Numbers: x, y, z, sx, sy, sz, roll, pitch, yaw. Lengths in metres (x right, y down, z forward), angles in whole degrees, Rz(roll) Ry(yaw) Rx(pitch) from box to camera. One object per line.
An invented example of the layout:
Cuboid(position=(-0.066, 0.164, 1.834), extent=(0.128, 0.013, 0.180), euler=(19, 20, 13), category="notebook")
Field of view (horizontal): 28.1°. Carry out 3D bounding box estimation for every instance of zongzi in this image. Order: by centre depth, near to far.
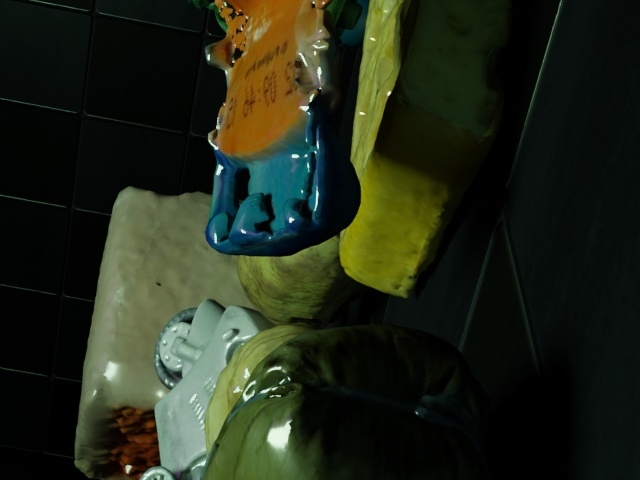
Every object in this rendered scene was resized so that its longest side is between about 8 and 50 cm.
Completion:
Cuboid(position=(0.009, 0.083, 0.524), extent=(0.242, 0.112, 0.221), euler=(-84, 4, -54), category="zongzi")

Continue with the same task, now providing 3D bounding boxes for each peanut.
Cuboid(position=(-0.023, 0.127, 0.848), extent=(0.140, 0.109, 0.159), euler=(-127, 28, -45), category="peanut")

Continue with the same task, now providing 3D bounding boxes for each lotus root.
Cuboid(position=(0.000, 0.000, 0.912), extent=(0.097, 0.110, 0.258), euler=(57, 163, 8), category="lotus root")

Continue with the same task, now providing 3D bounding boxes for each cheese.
Cuboid(position=(-0.018, -0.157, 0.607), extent=(0.217, 0.129, 0.329), euler=(-21, 64, 60), category="cheese")

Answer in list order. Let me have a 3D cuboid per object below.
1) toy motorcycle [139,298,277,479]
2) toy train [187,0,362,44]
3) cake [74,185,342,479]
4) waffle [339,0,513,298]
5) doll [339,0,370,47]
Cuboid(position=(-0.050, 0.150, 0.987), extent=(0.110, 0.171, 0.260), euler=(31, -143, -51), category="toy motorcycle")
Cuboid(position=(0.013, -0.264, 0.872), extent=(0.202, 0.120, 0.301), euler=(104, -167, -46), category="toy train")
Cuboid(position=(-0.107, 0.111, 1.238), extent=(0.309, 0.237, 0.230), euler=(112, 164, -61), category="cake")
Cuboid(position=(0.060, -0.118, 0.714), extent=(0.221, 0.055, 0.248), euler=(110, 169, -66), category="waffle")
Cuboid(position=(0.036, -0.244, 1.194), extent=(0.114, 0.085, 0.152), euler=(-21, -45, -67), category="doll")
